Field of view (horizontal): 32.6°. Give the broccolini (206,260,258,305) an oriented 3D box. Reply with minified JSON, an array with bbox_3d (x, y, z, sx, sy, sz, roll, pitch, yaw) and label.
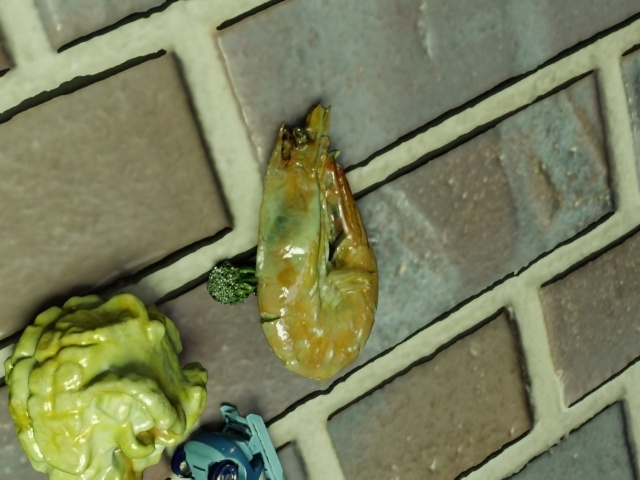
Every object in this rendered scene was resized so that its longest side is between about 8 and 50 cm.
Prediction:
[{"bbox_3d":[-0.025,0.033,0.876,0.140,0.035,0.030,-2,111,-34],"label":"broccolini"}]

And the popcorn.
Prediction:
[{"bbox_3d":[-0.154,0.106,0.773,0.135,0.162,0.141,36,58,-2],"label":"popcorn"}]

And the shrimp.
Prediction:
[{"bbox_3d":[-0.001,0.000,0.854,0.115,0.051,0.217,-1,88,-45],"label":"shrimp"}]

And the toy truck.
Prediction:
[{"bbox_3d":[-0.066,0.206,0.899,0.074,0.063,0.136,-43,130,-37],"label":"toy truck"}]
